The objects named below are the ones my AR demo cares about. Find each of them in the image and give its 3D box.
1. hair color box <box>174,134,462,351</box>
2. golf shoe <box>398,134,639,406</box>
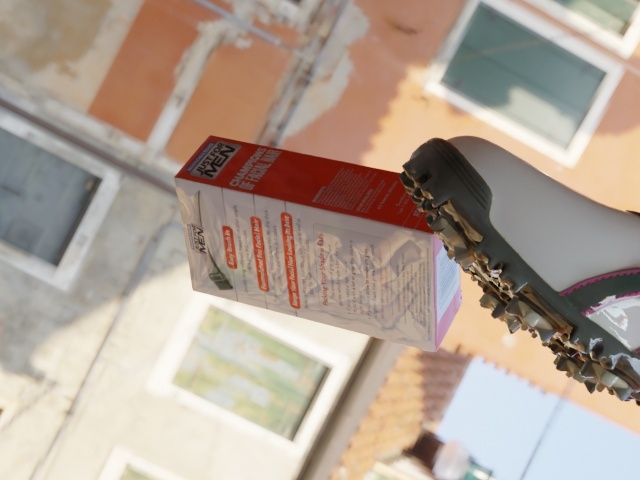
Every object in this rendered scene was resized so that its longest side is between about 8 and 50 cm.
[{"bbox_3d":[0.000,0.000,0.813,0.053,0.167,0.093,-56,151,-44],"label":"hair color box"},{"bbox_3d":[0.159,0.026,0.558,0.120,0.273,0.105,-54,-178,0],"label":"golf shoe"}]
